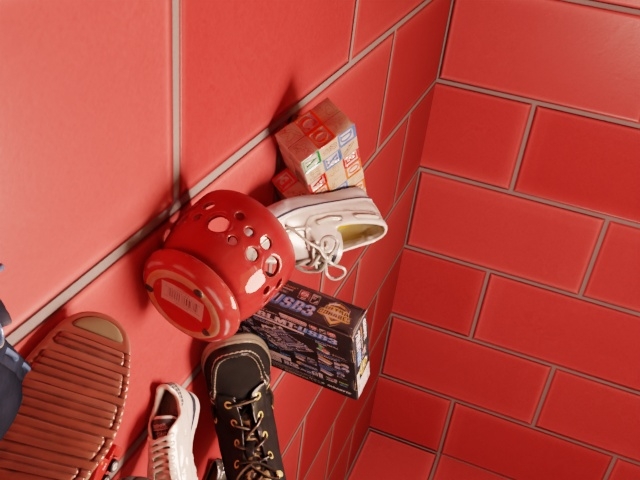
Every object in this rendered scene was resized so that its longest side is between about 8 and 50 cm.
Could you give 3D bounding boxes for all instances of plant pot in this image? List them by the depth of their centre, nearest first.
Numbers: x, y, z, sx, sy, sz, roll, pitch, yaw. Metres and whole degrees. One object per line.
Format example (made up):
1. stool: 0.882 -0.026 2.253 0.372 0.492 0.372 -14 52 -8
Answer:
1. plant pot: -0.160 0.046 1.106 0.174 0.191 0.191 -51 154 -38

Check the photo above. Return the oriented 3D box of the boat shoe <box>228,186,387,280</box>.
1. boat shoe: -0.002 0.006 1.436 0.367 0.156 0.136 -15 146 -43

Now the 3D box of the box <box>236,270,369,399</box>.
1. box: -0.052 0.176 1.408 0.293 0.295 0.073 83 30 -54

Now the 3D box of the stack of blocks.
1. stack of blocks: -0.007 -0.136 1.491 0.171 0.087 0.297 -38 156 -9

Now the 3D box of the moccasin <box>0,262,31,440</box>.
1. moccasin: -0.344 0.078 0.642 0.342 0.137 0.117 109 2 -57

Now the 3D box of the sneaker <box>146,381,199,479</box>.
1. sneaker: -0.256 0.356 1.210 0.095 0.090 0.235 74 10 -66

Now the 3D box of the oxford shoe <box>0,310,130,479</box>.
1. oxford shoe: -0.345 0.274 0.868 0.146 0.140 0.397 -38 -150 59

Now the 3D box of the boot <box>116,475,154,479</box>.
1. boot: -0.354 0.546 1.134 0.338 0.118 0.223 -56 165 -32

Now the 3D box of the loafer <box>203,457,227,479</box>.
1. loafer: -0.247 0.559 1.596 0.061 0.062 0.170 42 60 -49

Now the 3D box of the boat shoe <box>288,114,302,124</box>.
1. boat shoe: -0.016 -0.206 1.554 0.190 0.072 0.068 40 66 -74

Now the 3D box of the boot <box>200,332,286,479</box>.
1. boot: -0.137 0.375 1.389 0.378 0.138 0.284 98 -21 -49

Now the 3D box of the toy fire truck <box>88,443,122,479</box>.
1. toy fire truck: -0.336 0.314 1.018 0.135 0.047 0.192 76 35 -61
